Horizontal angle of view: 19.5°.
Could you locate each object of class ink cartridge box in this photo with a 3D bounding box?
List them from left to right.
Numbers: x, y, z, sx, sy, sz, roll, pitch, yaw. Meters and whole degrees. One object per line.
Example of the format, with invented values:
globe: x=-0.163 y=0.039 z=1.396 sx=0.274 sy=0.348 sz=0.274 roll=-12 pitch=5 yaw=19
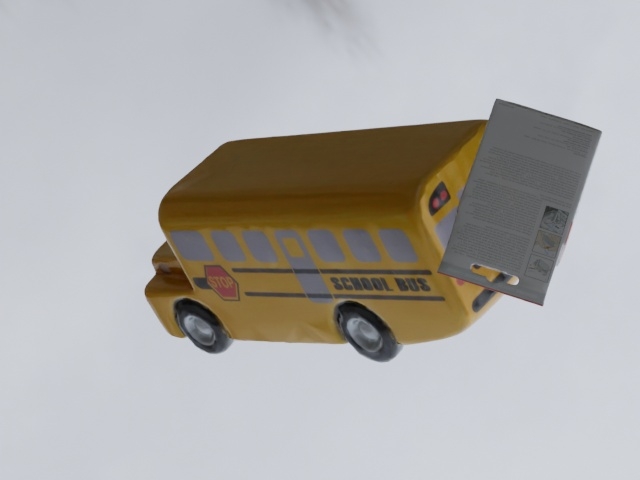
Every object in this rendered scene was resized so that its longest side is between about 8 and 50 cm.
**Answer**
ink cartridge box: x=0.108 y=-0.017 z=1.017 sx=0.029 sy=0.063 sz=0.115 roll=93 pitch=16 yaw=-64

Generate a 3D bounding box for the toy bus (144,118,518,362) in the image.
toy bus: x=0.000 y=0.000 z=1.286 sx=0.333 sy=0.130 sz=0.108 roll=-1 pitch=-145 yaw=49
